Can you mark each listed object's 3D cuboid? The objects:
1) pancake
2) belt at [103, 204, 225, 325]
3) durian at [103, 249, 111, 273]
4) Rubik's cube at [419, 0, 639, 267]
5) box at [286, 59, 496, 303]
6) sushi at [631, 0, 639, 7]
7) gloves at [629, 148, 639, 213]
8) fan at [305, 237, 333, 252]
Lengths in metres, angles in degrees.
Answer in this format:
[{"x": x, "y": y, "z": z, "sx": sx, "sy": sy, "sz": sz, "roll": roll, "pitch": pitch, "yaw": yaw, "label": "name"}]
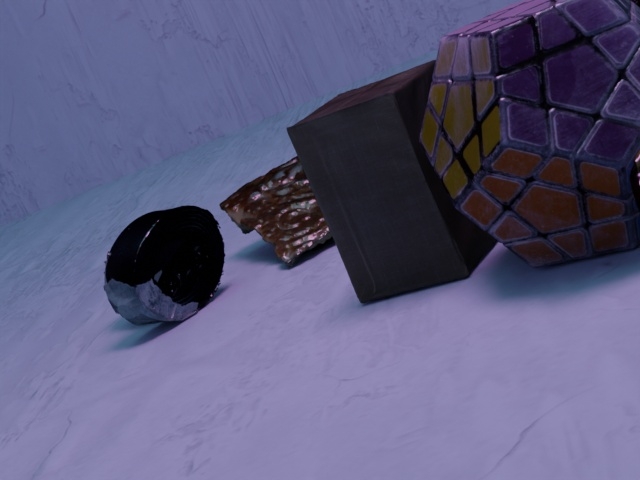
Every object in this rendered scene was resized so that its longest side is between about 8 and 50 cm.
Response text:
[{"x": 0.063, "y": -0.082, "z": 2.145, "sx": 0.427, "sy": 0.067, "sz": 0.305, "roll": -23, "pitch": 30, "yaw": -1, "label": "pancake"}, {"x": -0.219, "y": 0.039, "z": 1.999, "sx": 0.078, "sy": 0.151, "sz": 0.198, "roll": -7, "pitch": 29, "yaw": 41, "label": "belt"}, {"x": -0.260, "y": 0.030, "z": 2.121, "sx": 0.102, "sy": 0.146, "sz": 0.208, "roll": 9, "pitch": 11, "yaw": 14, "label": "durian"}, {"x": 0.264, "y": -0.128, "z": 1.515, "sx": 0.264, "sy": 0.319, "sz": 0.319, "roll": 25, "pitch": 42, "yaw": 37, "label": "Rubik's cube"}, {"x": 0.089, "y": -0.068, "z": 1.672, "sx": 0.155, "sy": 0.231, "sz": 0.149, "roll": -17, "pitch": 13, "yaw": 31, "label": "box"}, {"x": 0.462, "y": -0.277, "z": 2.014, "sx": 0.213, "sy": 0.204, "sz": 0.200, "roll": -53, "pitch": -18, "yaw": 3, "label": "sushi"}, {"x": 0.451, "y": -0.089, "z": 1.309, "sx": 0.331, "sy": 0.141, "sz": 0.154, "roll": -30, "pitch": -17, "yaw": 18, "label": "gloves"}, {"x": 0.000, "y": 0.000, "z": 2.097, "sx": 0.056, "sy": 0.004, "sz": 0.083, "roll": -17, "pitch": 13, "yaw": 31, "label": "fan"}]
